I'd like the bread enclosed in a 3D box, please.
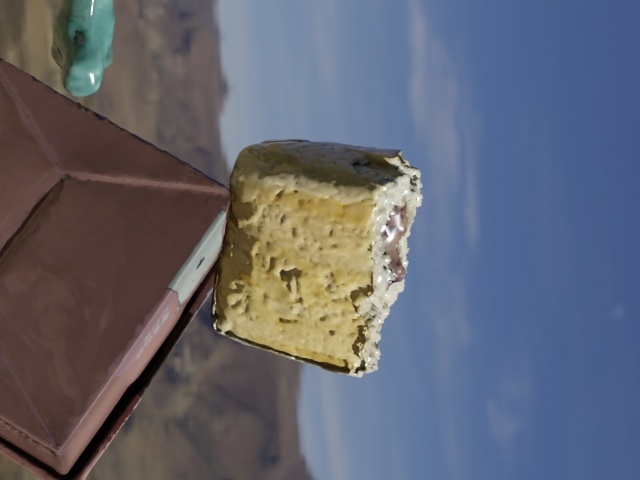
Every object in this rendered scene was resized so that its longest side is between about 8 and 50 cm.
[{"bbox_3d":[-0.001,0.001,0.906,0.082,0.106,0.125,-34,137,-60],"label":"bread"}]

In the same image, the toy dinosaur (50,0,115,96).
[{"bbox_3d":[-0.083,-0.303,0.727,0.331,0.129,0.383,111,-15,-58],"label":"toy dinosaur"}]

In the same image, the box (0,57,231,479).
[{"bbox_3d":[-0.185,0.015,1.022,0.215,0.215,0.086,-56,172,-20],"label":"box"}]
